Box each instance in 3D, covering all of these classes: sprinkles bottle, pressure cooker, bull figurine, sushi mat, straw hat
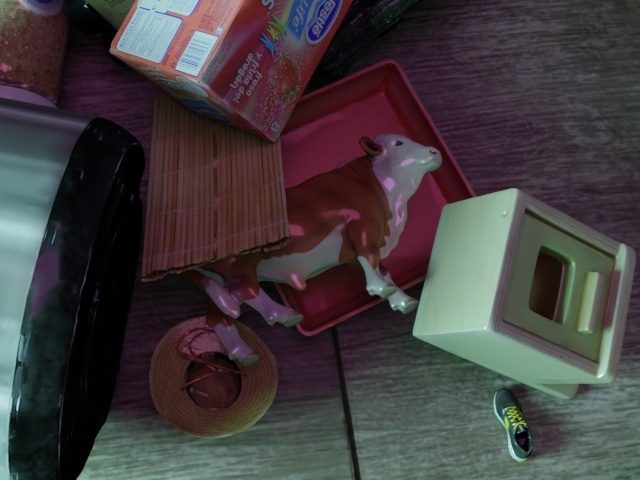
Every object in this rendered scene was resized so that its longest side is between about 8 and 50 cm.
[{"bbox_3d":[-0.343,-0.269,1.153,0.121,0.121,0.355,4,72,-5],"label":"sprinkles bottle"},{"bbox_3d":[-0.398,0.035,0.930,0.421,0.375,0.369,12,59,-3],"label":"pressure cooker"},{"bbox_3d":[0.000,0.000,1.061,0.311,0.101,0.188,-20,61,-8],"label":"bull figurine"},{"bbox_3d":[-0.114,-0.082,1.074,0.152,0.019,0.316,-13,42,5],"label":"sushi mat"},{"bbox_3d":[-0.114,0.156,1.077,0.145,0.061,0.144,2,56,-3],"label":"straw hat"}]

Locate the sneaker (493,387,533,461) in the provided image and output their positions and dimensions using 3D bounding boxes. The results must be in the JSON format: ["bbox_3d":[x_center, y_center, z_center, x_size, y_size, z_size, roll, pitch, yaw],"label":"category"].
[{"bbox_3d":[0.218,0.202,1.112,0.031,0.035,0.083,-16,75,-11],"label":"sneaker"}]

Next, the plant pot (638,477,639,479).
[{"bbox_3d":[0.439,0.268,1.025,0.257,0.256,0.274,29,56,3],"label":"plant pot"}]

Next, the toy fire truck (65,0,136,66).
[{"bbox_3d":[-0.210,-0.364,1.154,0.159,0.217,0.246,-20,52,24],"label":"toy fire truck"}]

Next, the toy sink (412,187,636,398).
[{"bbox_3d":[0.239,0.065,1.060,0.234,0.131,0.152,26,70,-27],"label":"toy sink"}]

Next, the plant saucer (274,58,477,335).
[{"bbox_3d":[0.033,-0.051,1.165,0.259,0.047,0.259,-26,78,-13],"label":"plant saucer"}]

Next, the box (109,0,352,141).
[{"bbox_3d":[-0.067,-0.278,1.065,0.154,0.142,0.299,23,82,37],"label":"box"}]

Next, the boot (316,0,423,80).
[{"bbox_3d":[0.045,-0.374,1.225,0.260,0.131,0.348,-34,41,17],"label":"boot"}]
